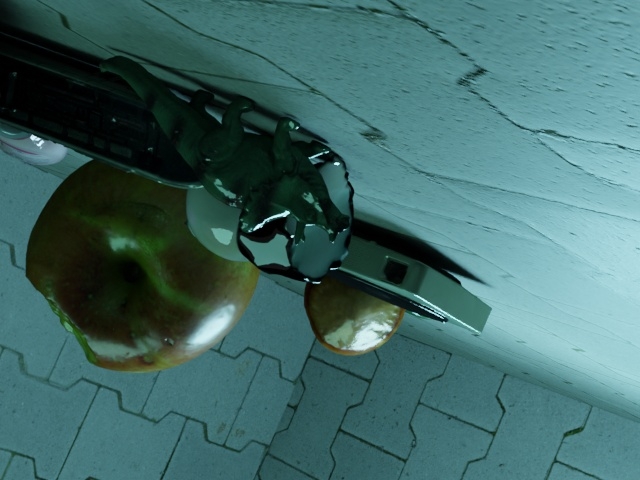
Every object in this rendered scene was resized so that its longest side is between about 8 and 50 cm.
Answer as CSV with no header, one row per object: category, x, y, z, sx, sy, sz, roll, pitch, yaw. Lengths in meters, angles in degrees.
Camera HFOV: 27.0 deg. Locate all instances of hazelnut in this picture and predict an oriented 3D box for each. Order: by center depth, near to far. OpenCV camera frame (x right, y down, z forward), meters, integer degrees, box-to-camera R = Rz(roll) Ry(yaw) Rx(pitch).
hazelnut,0.064,0.096,2.192,0.182,0.182,0.182,23,175,2

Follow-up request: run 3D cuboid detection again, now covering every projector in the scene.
projector,0.094,0.043,1.944,0.257,0.079,0.259,21,174,34

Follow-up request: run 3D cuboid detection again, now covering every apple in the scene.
apple,-0.256,0.026,1.974,0.340,0.339,0.339,23,175,2

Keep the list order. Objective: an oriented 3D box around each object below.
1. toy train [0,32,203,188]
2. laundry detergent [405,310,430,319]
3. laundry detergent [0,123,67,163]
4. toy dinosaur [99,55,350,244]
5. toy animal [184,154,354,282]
toy train,-0.257,-0.148,1.481,0.407,0.086,0.088,22,-157,24
laundry detergent,0.116,0.082,2.354,0.137,0.063,0.211,20,179,-45
laundry detergent,-0.481,-0.187,2.138,0.159,0.087,0.335,25,174,-7
toy dinosaur,-0.085,-0.106,1.320,0.292,0.120,0.079,47,-175,-2
toy animal,-0.058,-0.045,1.468,0.179,0.166,0.138,19,-153,25
